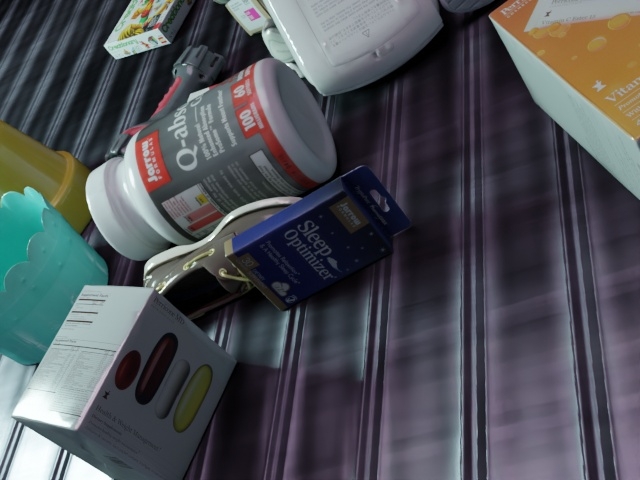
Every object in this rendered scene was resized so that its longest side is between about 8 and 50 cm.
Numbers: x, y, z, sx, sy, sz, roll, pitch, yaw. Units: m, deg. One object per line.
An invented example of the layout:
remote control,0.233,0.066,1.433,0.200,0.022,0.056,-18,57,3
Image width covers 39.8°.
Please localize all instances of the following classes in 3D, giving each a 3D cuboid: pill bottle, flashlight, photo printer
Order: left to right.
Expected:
flashlight,-0.303,-0.252,1.723,0.103,0.103,0.304,-34,27,58
pill bottle,-0.175,-0.116,1.395,0.363,0.210,0.210,-26,41,19
photo printer,0.041,-0.411,1.463,0.256,0.107,0.307,-30,83,11

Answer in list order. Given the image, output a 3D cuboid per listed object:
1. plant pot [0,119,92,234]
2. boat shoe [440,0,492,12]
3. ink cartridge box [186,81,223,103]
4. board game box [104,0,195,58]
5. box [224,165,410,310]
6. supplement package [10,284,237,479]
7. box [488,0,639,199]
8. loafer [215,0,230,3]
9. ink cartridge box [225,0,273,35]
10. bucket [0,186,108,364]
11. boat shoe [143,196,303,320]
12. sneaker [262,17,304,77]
plant pot,-0.603,-0.105,1.724,0.254,0.239,0.254,-22,43,22
boat shoe,0.276,-0.447,1.444,0.226,0.083,0.076,-36,25,-11
ink cartridge box,-0.208,-0.223,1.645,0.099,0.056,0.135,-13,46,30
board game box,-0.380,-0.576,2.124,0.193,0.053,0.305,-6,51,37
box,0.000,0.000,1.196,0.225,0.136,0.036,-30,39,15
supplement package,-0.255,0.196,1.181,0.149,0.194,0.203,0,55,39
box,0.388,-0.206,1.038,0.215,0.168,0.345,-36,38,7
loafer,-0.173,-0.602,1.963,0.087,0.094,0.251,-28,23,56
ink cartridge box,-0.071,-0.502,1.712,0.193,0.088,0.235,-46,18,-7
bucket,-0.521,0.069,1.535,0.281,0.183,0.281,-23,42,22
boat shoe,-0.136,0.038,1.299,0.324,0.116,0.096,-24,46,27
sneaker,0.029,-0.406,1.572,0.292,0.118,0.110,-31,38,11
